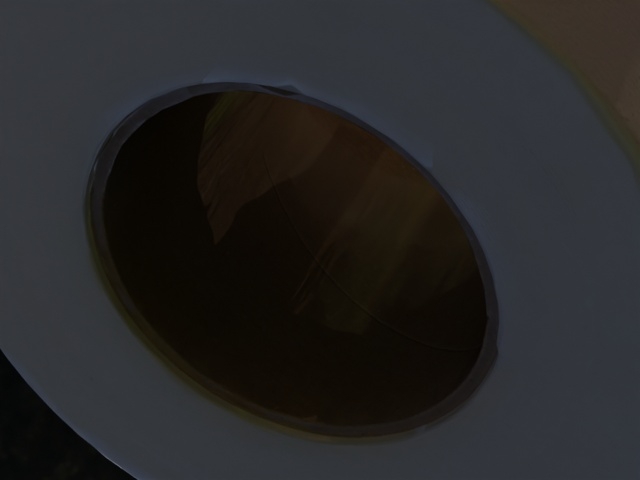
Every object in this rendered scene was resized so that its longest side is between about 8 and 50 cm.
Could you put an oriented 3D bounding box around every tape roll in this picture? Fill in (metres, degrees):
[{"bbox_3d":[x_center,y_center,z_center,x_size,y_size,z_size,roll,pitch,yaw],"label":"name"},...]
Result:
[{"bbox_3d":[0.019,-0.036,0.531,0.246,0.246,0.169,36,-137,-3],"label":"tape roll"}]
